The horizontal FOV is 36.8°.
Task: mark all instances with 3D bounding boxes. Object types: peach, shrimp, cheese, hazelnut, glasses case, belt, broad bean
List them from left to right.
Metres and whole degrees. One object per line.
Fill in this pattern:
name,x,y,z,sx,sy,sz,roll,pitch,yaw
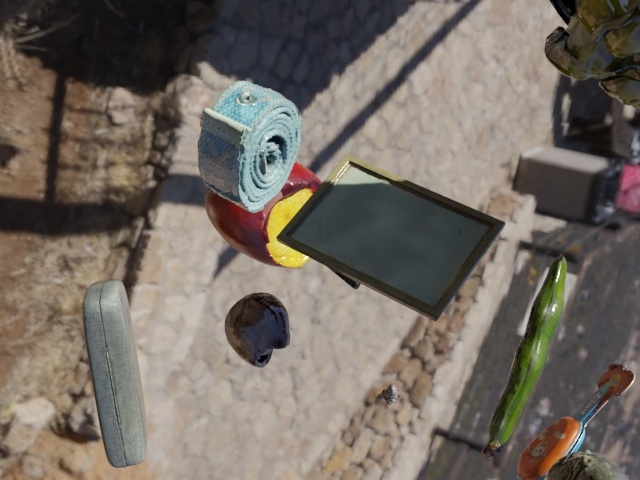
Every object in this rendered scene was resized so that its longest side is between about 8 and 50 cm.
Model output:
glasses case,-0.357,0.233,1.684,0.131,0.074,0.323,-118,-158,-73
belt,-0.086,-0.114,1.140,0.147,0.082,0.163,-50,160,-42
hazelnut,-0.068,0.102,1.105,0.086,0.086,0.086,-32,130,-48
peach,-0.076,-0.049,1.614,0.226,0.196,0.189,35,42,-15
shrimp,0.140,0.317,1.953,0.092,0.038,0.029,130,-27,-57
broad bean,0.280,0.154,1.285,0.060,0.043,0.297,72,40,-79
cheese,0.377,0.282,1.448,0.037,0.106,0.256,43,86,-11

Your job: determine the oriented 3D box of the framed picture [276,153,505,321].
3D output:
framed picture,0.072,-0.009,1.013,0.136,0.201,0.010,-50,151,-25

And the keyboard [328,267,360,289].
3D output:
keyboard,0.000,0.000,1.866,0.023,0.231,0.072,-28,153,-56

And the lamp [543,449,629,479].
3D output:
lamp,0.310,0.297,1.119,0.250,0.101,0.101,66,45,-79

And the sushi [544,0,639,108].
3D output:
sushi,0.358,-0.182,0.700,0.329,0.328,0.285,35,42,-27
